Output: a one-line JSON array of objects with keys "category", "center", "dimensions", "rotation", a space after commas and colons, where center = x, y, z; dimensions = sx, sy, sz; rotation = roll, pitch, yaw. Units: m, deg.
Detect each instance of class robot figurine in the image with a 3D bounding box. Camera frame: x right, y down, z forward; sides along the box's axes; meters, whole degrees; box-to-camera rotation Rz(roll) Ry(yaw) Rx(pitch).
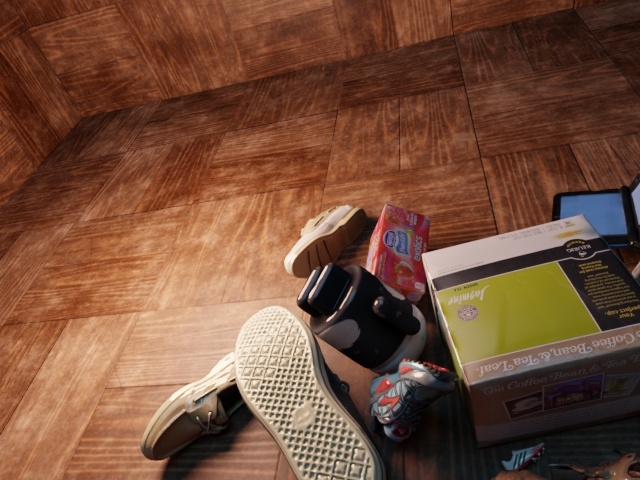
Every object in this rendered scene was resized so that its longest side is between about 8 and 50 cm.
[{"category": "robot figurine", "center": [0.092, 0.158, 1.047], "dimensions": [0.173, 0.278, 0.209], "rotation": [-50, 15, 15]}]

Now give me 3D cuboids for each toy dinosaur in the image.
[{"category": "toy dinosaur", "center": [0.336, 0.403, 0.788], "dimensions": [0.296, 0.127, 0.200], "rotation": [-3, 33, 37]}]

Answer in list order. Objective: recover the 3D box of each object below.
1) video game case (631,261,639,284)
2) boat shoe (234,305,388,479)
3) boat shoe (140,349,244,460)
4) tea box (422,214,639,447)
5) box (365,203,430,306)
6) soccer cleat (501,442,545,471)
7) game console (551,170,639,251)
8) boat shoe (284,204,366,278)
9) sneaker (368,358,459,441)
[{"category": "video game case", "center": [0.640, 0.068, 0.969], "dimensions": [0.023, 0.212, 0.193], "rotation": [24, 54, 19]}, {"category": "boat shoe", "center": [-0.030, 0.322, 0.994], "dimensions": [0.187, 0.156, 0.500], "rotation": [-34, 44, -7]}, {"category": "boat shoe", "center": [-0.240, 0.359, 1.085], "dimensions": [0.302, 0.109, 0.098], "rotation": [-38, 41, -29]}, {"category": "tea box", "center": [0.399, 0.162, 0.952], "dimensions": [0.329, 0.220, 0.323], "rotation": [-14, 39, 7]}, {"category": "box", "center": [0.180, 0.050, 1.216], "dimensions": [0.123, 0.128, 0.257], "rotation": [17, 46, -1]}, {"category": "soccer cleat", "center": [0.353, 0.373, 0.879], "dimensions": [0.083, 0.029, 0.035], "rotation": [-35, 46, -11]}, {"category": "game console", "center": [0.672, -0.111, 1.155], "dimensions": [0.173, 0.250, 0.293], "rotation": [25, 38, 9]}, {"category": "boat shoe", "center": [0.000, 0.000, 1.401], "dimensions": [0.103, 0.113, 0.302], "rotation": [18, 42, 39]}, {"category": "sneaker", "center": [0.164, 0.299, 0.910], "dimensions": [0.104, 0.262, 0.125], "rotation": [19, 59, -7]}]
